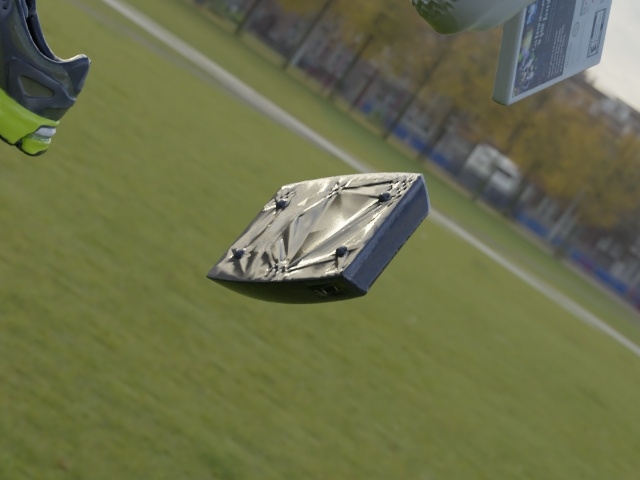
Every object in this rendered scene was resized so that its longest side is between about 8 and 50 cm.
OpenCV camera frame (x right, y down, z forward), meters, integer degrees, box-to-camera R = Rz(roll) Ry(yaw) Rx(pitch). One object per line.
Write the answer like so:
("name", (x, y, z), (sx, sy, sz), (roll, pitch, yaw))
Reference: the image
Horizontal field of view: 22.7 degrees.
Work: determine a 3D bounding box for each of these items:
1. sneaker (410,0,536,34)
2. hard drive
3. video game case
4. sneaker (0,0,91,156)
("sneaker", (0.236, -0.192, 1.007), (0.210, 0.366, 0.137), (56, -18, -16))
("hard drive", (0.000, 0.000, 1.754), (0.255, 0.172, 0.054), (-2, -48, 52))
("video game case", (0.228, -0.236, 1.495), (0.022, 0.190, 0.173), (26, 34, 31))
("sneaker", (-0.353, -0.225, 1.585), (0.300, 0.121, 0.111), (43, 8, -9))
